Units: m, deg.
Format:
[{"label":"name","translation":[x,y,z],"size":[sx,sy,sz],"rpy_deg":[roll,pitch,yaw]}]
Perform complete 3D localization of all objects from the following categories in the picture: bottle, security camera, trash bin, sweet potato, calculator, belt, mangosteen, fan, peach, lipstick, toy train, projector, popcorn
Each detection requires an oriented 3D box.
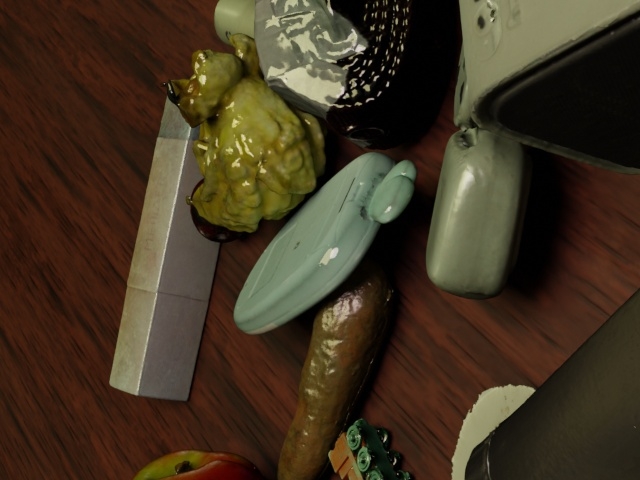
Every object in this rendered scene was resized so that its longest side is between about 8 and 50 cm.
[{"label":"bottle","translation":[-0.043,-0.236,1.531],"size":[0.201,0.072,0.072],"rpy_deg":[28,102,53]},{"label":"security camera","translation":[0.146,-0.100,1.163],"size":[0.157,0.080,0.302],"rpy_deg":[-75,-8,-74]},{"label":"trash bin","translation":[0.265,0.120,0.916],"size":[0.301,0.203,0.252],"rpy_deg":[-52,1,29]},{"label":"sweet potato","translation":[0.010,0.148,1.354],"size":[0.075,0.075,0.273],"rpy_deg":[34,111,51]},{"label":"calculator","translation":[0.000,0.000,1.365],"size":[0.295,0.042,0.184],"rpy_deg":[-37,22,47]},{"label":"belt","translation":[0.028,-0.240,1.332],"size":[0.184,0.164,0.289],"rpy_deg":[-11,71,23]},{"label":"mangosteen","translation":[-0.111,-0.036,1.559],"size":[0.081,0.081,0.081],"rpy_deg":[-20,64,49]},{"label":"fan","translation":[0.187,0.249,1.104],"size":[0.329,0.009,0.191],"rpy_deg":[52,128,55]},{"label":"peach","translation":[-0.117,0.316,1.385],"size":[0.197,0.197,0.197],"rpy_deg":[-20,64,49]},{"label":"lipstick","translation":[-0.169,0.001,1.622],"size":[0.076,0.079,0.372],"rpy_deg":[9,88,52]},{"label":"toy train","translation":[0.047,0.224,1.302],"size":[0.064,0.044,0.103],"rpy_deg":[-58,39,30]},{"label":"projector","translation":[0.248,-0.216,0.994],"size":[0.248,0.248,0.249],"rpy_deg":[-26,60,46]},{"label":"popcorn","translation":[-0.082,-0.113,1.456],"size":[0.195,0.173,0.168],"rpy_deg":[59,168,1]}]
